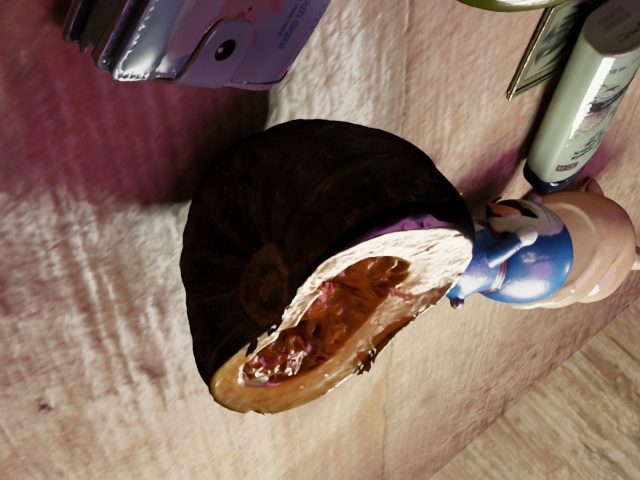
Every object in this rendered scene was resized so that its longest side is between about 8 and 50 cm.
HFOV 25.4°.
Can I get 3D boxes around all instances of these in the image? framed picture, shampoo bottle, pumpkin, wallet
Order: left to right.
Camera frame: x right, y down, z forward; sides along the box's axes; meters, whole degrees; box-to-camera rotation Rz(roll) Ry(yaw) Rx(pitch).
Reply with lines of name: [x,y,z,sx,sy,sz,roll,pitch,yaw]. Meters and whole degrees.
wallet: [-0.079,-0.205,1.125,0.250,0.075,0.176,-7,132,-58]
pumpkin: [0.000,0.000,1.407,0.242,0.232,0.325,17,132,-42]
framed picture: [0.342,-0.280,1.830,0.231,0.010,0.173,-30,155,-33]
shampoo bottle: [0.366,-0.193,1.923,0.134,0.078,0.359,-37,162,-22]

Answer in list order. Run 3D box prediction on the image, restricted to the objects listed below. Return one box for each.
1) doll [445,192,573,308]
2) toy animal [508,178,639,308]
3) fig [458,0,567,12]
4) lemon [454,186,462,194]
doll: [0.235,0.016,2.019,0.257,0.161,0.215,-5,175,-37]
toy animal: [0.401,0.021,2.261,0.213,0.195,0.256,-42,163,16]
fig: [0.205,-0.293,1.273,0.203,0.225,0.203,21,90,-76]
lemon: [0.143,-0.045,1.836,0.092,0.065,0.065,-31,157,-9]
